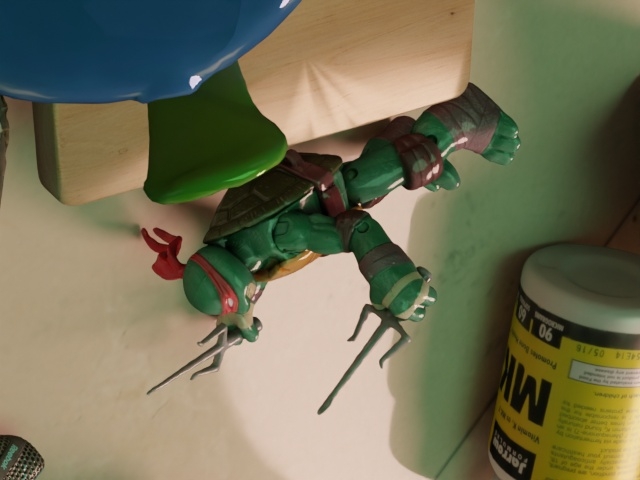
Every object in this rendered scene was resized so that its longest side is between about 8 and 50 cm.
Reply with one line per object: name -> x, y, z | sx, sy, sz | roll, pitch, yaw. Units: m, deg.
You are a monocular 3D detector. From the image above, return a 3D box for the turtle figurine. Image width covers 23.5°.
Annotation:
turtle figurine -> 0.000, 0.000, 0.869 | 0.234, 0.175, 0.118 | -39, 114, -27

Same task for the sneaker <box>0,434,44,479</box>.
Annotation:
sneaker -> -0.194, 0.181, 0.863 | 0.076, 0.065, 0.167 | -3, 116, -43

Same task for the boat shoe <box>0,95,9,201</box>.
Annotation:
boat shoe -> -0.208, 0.063, 0.704 | 0.116, 0.096, 0.324 | 39, 66, -52

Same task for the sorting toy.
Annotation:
sorting toy -> -0.044, -0.177, 0.772 | 0.257, 0.089, 0.256 | -18, 123, -31

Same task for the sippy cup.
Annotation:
sippy cup -> -0.087, -0.164, 0.524 | 0.305, 0.224, 0.240 | 30, 110, -28

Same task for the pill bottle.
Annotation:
pill bottle -> 0.184, 0.118, 1.092 | 0.119, 0.119, 0.209 | -9, 118, -35
